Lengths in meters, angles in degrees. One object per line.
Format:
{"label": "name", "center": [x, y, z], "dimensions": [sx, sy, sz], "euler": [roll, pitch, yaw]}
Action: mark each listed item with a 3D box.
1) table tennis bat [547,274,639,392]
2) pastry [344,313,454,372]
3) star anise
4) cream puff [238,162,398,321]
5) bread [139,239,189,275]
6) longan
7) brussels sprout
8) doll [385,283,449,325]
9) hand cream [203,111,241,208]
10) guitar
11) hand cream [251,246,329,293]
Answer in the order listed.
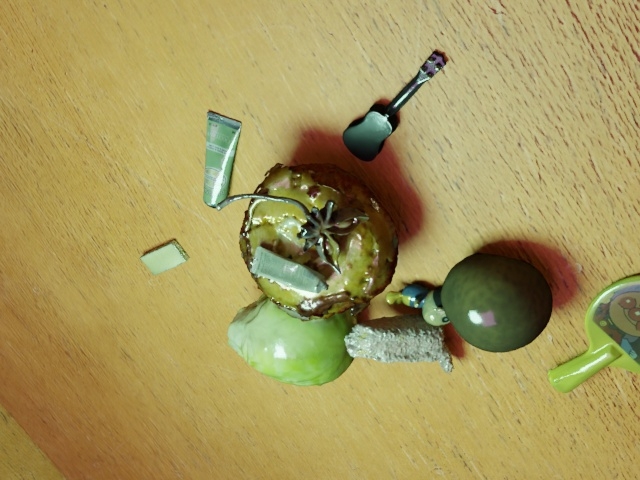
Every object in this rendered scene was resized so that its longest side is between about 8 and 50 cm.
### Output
{"label": "table tennis bat", "center": [0.595, 0.203, 1.317], "dimensions": [0.224, 0.054, 0.369], "euler": [42, 129, -2]}
{"label": "pastry", "center": [0.189, 0.220, 1.484], "dimensions": [0.265, 0.103, 0.112], "euler": [12, 111, -21]}
{"label": "star anise", "center": [-0.054, -0.039, 1.278], "dimensions": [0.227, 0.218, 0.148], "euler": [42, 144, 45]}
{"label": "cream puff", "center": [-0.002, 0.004, 1.393], "dimensions": [0.350, 0.228, 0.351], "euler": [2, 97, 15]}
{"label": "bread", "center": [-0.424, 0.047, 1.809], "dimensions": [0.153, 0.028, 0.068], "euler": [-22, 110, 38]}
{"label": "longan", "center": [0.344, 0.120, 1.313], "dimensions": [0.212, 0.198, 0.198], "euler": [32, 133, 8]}
{"label": "brussels sprout", "center": [-0.054, 0.215, 1.570], "dimensions": [0.316, 0.243, 0.274], "euler": [15, 156, -9]}
{"label": "doll", "center": [0.237, 0.141, 1.460], "dimensions": [0.179, 0.102, 0.089], "euler": [1, 84, 30]}
{"label": "hand cream", "center": [-0.234, -0.174, 1.526], "dimensions": [0.086, 0.055, 0.235], "euler": [21, 123, 12]}
{"label": "guitar", "center": [0.139, -0.251, 1.258], "dimensions": [0.084, 0.038, 0.271], "euler": [42, 133, -5]}
{"label": "hand cream", "center": [-0.059, 0.063, 1.291], "dimensions": [0.165, 0.037, 0.057], "euler": [20, 105, 20]}
